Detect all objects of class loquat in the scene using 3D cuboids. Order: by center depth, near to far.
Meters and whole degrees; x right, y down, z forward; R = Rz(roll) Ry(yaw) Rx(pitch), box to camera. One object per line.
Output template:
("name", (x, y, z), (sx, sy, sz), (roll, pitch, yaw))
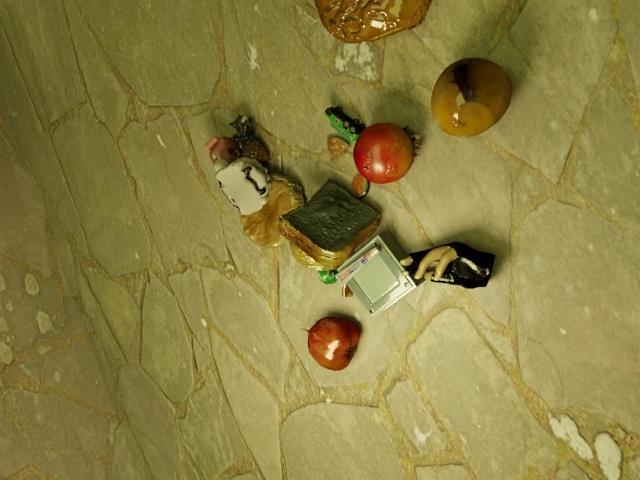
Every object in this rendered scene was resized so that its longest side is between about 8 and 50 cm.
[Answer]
("loquat", (0.447, -0.428, 1.403), (0.235, 0.235, 0.234), (6, 102, 29))

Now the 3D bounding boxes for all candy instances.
("candy", (-0.003, 0.019, 1.850), (0.097, 0.097, 0.323), (-27, 77, 31))

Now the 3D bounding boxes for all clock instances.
("clock", (-0.382, -0.345, 1.945), (0.093, 0.166, 0.162), (-31, 76, 30))

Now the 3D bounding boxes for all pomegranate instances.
("pomegranate", (0.224, -0.299, 1.577), (0.235, 0.210, 0.210), (-29, 83, -1))

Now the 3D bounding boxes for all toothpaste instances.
("toothpaste", (0.132, 0.090, 1.665), (0.218, 0.033, 0.052), (-43, 72, 35))

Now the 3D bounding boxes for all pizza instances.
("pizza", (0.059, -0.355, 1.764), (0.100, 0.029, 0.099), (-42, 70, 27))

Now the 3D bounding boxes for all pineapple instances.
("pineapple", (-0.292, -0.407, 1.917), (0.119, 0.111, 0.237), (-27, 79, -5))

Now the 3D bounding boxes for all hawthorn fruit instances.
("hawthorn fruit", (0.025, 0.384, 1.831), (0.243, 0.207, 0.207), (21, 109, 30))

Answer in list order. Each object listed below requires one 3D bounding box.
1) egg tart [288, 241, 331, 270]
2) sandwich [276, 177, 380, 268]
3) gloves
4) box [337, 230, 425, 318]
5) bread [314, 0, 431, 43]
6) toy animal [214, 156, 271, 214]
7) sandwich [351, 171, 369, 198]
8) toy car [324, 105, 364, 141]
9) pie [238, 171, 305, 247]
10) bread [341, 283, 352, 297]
("egg tart", (0.000, 0.000, 1.756), (0.241, 0.241, 0.106), (40, 150, 18))
("sandwich", (0.036, -0.062, 1.674), (0.271, 0.301, 0.099), (34, 144, 21))
("gloves", (0.418, 0.087, 1.558), (0.301, 0.197, 0.152), (-3, 58, 9))
("box", (0.216, 0.126, 1.705), (0.225, 0.117, 0.225), (-43, 77, 29))
("bread", (0.168, -0.829, 1.501), (0.398, 0.215, 0.397), (7, 103, 30))
("toy animal", (-0.290, -0.223, 1.831), (0.204, 0.156, 0.208), (-25, 110, 29))
("sandwich", (0.151, -0.209, 1.736), (0.069, 0.026, 0.101), (-19, 86, 36))
("toy car", (0.085, -0.427, 1.709), (0.165, 0.071, 0.062), (42, 131, 17))
("pie", (-0.210, -0.125, 1.925), (0.340, 0.083, 0.339), (3, 97, 30))
("bread", (0.103, 0.180, 1.826), (0.036, 0.047, 0.083), (18, 109, 59))
